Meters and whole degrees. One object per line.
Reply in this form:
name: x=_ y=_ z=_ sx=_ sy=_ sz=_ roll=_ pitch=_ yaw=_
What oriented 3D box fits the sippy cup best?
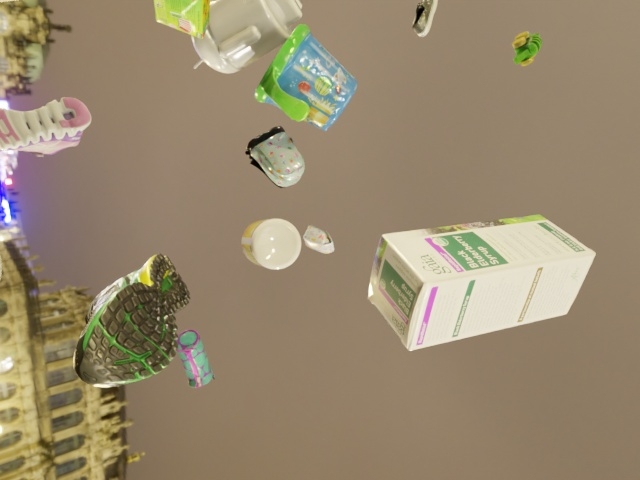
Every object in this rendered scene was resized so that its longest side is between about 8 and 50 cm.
sippy cup: x=-0.028 y=-0.431 z=1.437 sx=0.224 sy=0.305 sz=0.240 roll=34 pitch=-16 yaw=-9

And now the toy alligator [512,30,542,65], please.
toy alligator: x=0.473 y=-0.444 z=1.168 sx=0.051 sy=0.189 sz=0.056 roll=-16 pitch=-63 yaw=39

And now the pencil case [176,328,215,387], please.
pencil case: x=-0.298 y=0.281 z=1.227 sx=0.070 sy=0.065 sz=0.151 roll=-112 pitch=-169 yaw=-50

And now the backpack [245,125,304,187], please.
backpack: x=-0.131 y=-0.255 z=1.623 sx=0.182 sy=0.152 sz=0.115 roll=56 pitch=-12 yaw=7

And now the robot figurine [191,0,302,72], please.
robot figurine: x=-0.226 y=-0.622 z=1.509 sx=0.354 sy=0.199 sz=0.299 roll=-25 pitch=-145 yaw=18

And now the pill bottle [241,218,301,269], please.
pill bottle: x=-0.126 y=0.007 z=1.265 sx=0.215 sy=0.118 sz=0.117 roll=-175 pitch=-103 yaw=-73

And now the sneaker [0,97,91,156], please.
sneaker: x=-0.578 y=-0.207 z=1.028 sx=0.095 sy=0.237 sz=0.104 roll=63 pitch=-33 yaw=13

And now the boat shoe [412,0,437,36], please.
boat shoe: x=0.267 y=-0.592 z=1.341 sx=0.049 sy=0.040 sz=0.142 roll=-18 pitch=-128 yaw=55

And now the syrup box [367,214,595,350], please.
syrup box: x=0.184 y=0.042 z=0.602 sx=0.093 sy=0.237 sz=0.096 roll=-127 pitch=-142 yaw=-50

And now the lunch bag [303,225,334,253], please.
lunch bag: x=0.000 y=0.000 z=1.468 sx=0.083 sy=0.053 sz=0.071 roll=24 pitch=-16 yaw=15

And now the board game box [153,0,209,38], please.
board game box: x=-0.246 y=-0.433 z=0.921 sx=0.181 sy=0.092 sz=0.043 roll=160 pitch=-52 yaw=-76

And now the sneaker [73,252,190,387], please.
sneaker: x=-0.314 y=0.141 z=0.843 sx=0.134 sy=0.146 sz=0.343 roll=58 pitch=4 yaw=-13
